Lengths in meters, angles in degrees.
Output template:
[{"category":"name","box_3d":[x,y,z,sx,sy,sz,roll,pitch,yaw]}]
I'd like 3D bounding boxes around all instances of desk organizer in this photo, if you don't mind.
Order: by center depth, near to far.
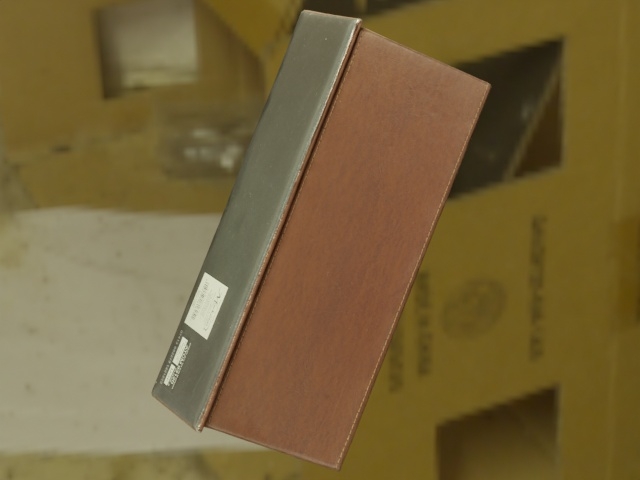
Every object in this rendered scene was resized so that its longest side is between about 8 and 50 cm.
[{"category":"desk organizer","box_3d":[0.000,0.000,0.604,0.050,0.130,0.047,21,1,-23]}]
